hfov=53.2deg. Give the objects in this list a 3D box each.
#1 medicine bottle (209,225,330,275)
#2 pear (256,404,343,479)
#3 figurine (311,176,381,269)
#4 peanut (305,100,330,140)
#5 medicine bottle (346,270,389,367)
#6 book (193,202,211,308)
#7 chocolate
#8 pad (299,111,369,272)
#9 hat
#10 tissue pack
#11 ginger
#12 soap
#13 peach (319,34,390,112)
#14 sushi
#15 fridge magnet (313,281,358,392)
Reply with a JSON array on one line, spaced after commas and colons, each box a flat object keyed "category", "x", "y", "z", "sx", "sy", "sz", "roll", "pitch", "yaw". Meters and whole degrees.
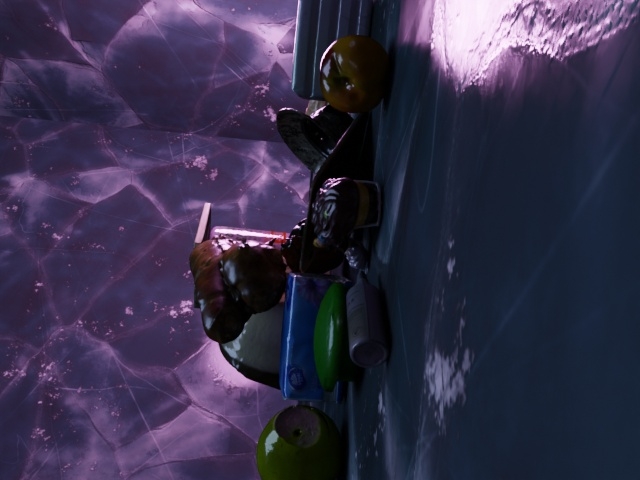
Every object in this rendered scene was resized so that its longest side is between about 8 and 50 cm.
[{"category": "medicine bottle", "x": -0.164, "y": 0.077, "z": 2.054, "sx": 0.219, "sy": 0.388, "sz": 0.219, "roll": -175, "pitch": 90, "yaw": -88}, {"category": "pear", "x": -0.042, "y": 0.448, "z": 1.314, "sx": 0.187, "sy": 0.187, "sz": 0.219, "roll": -91, "pitch": 5, "yaw": -57}, {"category": "figurine", "x": 0.039, "y": -0.040, "z": 1.180, "sx": 0.240, "sy": 0.116, "sz": 0.174, "roll": 107, "pitch": 168, "yaw": -74}, {"category": "peanut", "x": 0.025, "y": -0.404, "z": 1.813, "sx": 0.130, "sy": 0.130, "sz": 0.290, "roll": -90, "pitch": 6, "yaw": -54}, {"category": "medicine bottle", "x": 0.069, "y": 0.108, "z": 0.985, "sx": 0.199, "sy": 0.058, "sz": 0.057, "roll": -90, "pitch": 6, "yaw": -56}, {"category": "book", "x": -0.367, "y": 0.048, "z": 1.985, "sx": 0.202, "sy": 0.027, "sz": 0.264, "roll": -91, "pitch": 8, "yaw": -51}, {"category": "chocolate", "x": -0.096, "y": 0.218, "z": 1.781, "sx": 0.314, "sy": 0.326, "sz": 0.297, "roll": -77, "pitch": 11, "yaw": -71}, {"category": "pad", "x": 0.027, "y": -0.103, "z": 1.367, "sx": 0.284, "sy": 0.018, "sz": 0.286, "roll": 99, "pitch": -162, "yaw": -47}, {"category": "hat", "x": 0.019, "y": -0.260, "z": 1.589, "sx": 0.128, "sy": 0.265, "sz": 0.265, "roll": -43, "pitch": -12, "yaw": -19}, {"category": "tissue pack", "x": -0.014, "y": 0.206, "z": 1.426, "sx": 0.198, "sy": 0.146, "sz": 0.263, "roll": -179, "pitch": 94, "yaw": -86}, {"category": "ginger", "x": -0.199, "y": 0.075, "z": 1.562, "sx": 0.254, "sy": 0.176, "sz": 0.418, "roll": -46, "pitch": 23, "yaw": 2}, {"category": "soap", "x": 0.026, "y": -0.476, "z": 1.518, "sx": 0.095, "sy": 0.173, "sz": 0.289, "roll": -101, "pitch": 17, "yaw": -78}, {"category": "peach", "x": 0.062, "y": -0.301, "z": 1.147, "sx": 0.138, "sy": 0.138, "sz": 0.138, "roll": -175, "pitch": 90, "yaw": -86}, {"category": "sushi", "x": 0.000, "y": 0.001, "z": 1.604, "sx": 0.287, "sy": 0.149, "sz": 0.140, "roll": -38, "pitch": -69, "yaw": -59}, {"category": "fridge magnet", "x": 0.032, "y": 0.183, "z": 1.211, "sx": 0.208, "sy": 0.088, "sz": 0.208, "roll": -174, "pitch": 90, "yaw": -86}]
